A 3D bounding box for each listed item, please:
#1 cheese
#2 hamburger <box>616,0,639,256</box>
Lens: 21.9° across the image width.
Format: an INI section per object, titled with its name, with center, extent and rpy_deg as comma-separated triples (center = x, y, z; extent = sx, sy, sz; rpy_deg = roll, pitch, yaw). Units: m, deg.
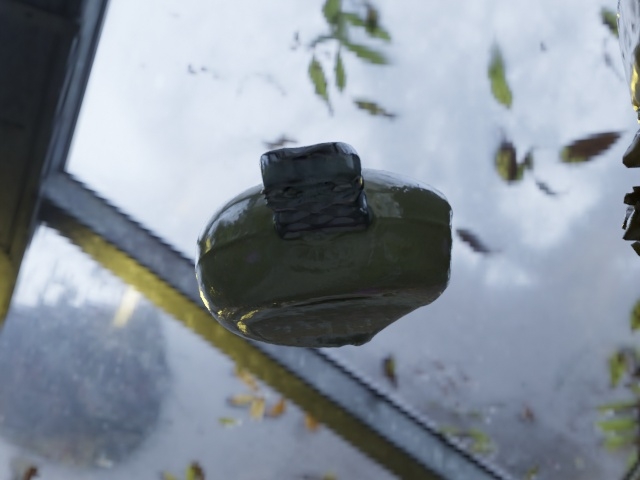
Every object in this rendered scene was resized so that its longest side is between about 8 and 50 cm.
[cheese]
center = 0.007, 0.000, 0.587
extent = 0.092, 0.047, 0.171
rpy_deg = -3, -16, -17
[hamburger]
center = 0.263, -0.043, 0.684
extent = 0.287, 0.268, 0.445
rpy_deg = -25, -32, 3
